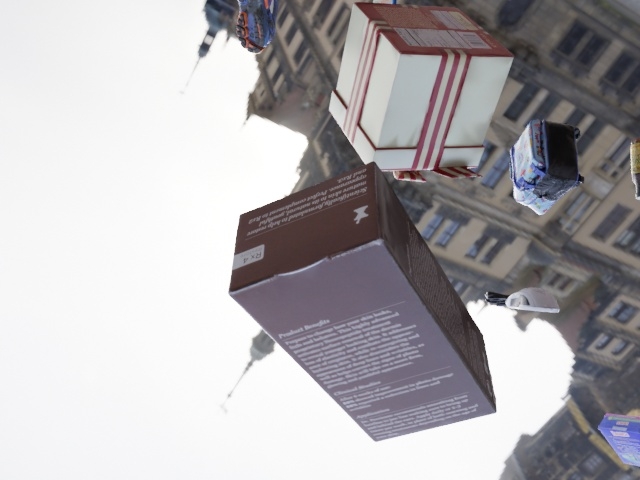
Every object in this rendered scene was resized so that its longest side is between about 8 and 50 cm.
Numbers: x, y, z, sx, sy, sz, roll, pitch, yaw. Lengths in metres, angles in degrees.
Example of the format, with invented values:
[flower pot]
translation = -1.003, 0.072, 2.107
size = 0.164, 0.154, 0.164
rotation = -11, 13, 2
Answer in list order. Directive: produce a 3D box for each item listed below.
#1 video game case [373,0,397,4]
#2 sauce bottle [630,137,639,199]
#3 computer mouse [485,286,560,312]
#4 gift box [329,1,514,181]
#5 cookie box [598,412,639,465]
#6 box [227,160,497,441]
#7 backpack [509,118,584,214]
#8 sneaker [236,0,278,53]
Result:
[video game case]
translation = 0.173, -0.640, 1.879
size = 0.015, 0.166, 0.119
rotation = -1, -171, -23
[sauce bottle]
translation = 0.676, -0.150, 1.474
size = 0.042, 0.042, 0.128
rotation = 13, -108, -36
[computer mouse]
translation = 0.386, 0.108, 1.307
size = 0.106, 0.042, 0.193
rotation = 6, 176, -8
[gift box]
translation = 0.190, -0.260, 1.275
size = 0.277, 0.258, 0.255
rotation = 0, -141, -17
[cookie box]
translation = 0.603, 0.384, 1.341
size = 0.040, 0.092, 0.107
rotation = -47, -71, -27
[box]
translation = 0.068, 0.099, 0.894
size = 0.381, 0.191, 0.143
rotation = 52, -153, -41
[backpack]
translation = 0.451, -0.145, 1.449
size = 0.117, 0.173, 0.158
rotation = 12, -120, -7
[sneaker]
translation = -0.127, -0.497, 1.420
size = 0.083, 0.221, 0.087
rotation = 18, -144, 17
